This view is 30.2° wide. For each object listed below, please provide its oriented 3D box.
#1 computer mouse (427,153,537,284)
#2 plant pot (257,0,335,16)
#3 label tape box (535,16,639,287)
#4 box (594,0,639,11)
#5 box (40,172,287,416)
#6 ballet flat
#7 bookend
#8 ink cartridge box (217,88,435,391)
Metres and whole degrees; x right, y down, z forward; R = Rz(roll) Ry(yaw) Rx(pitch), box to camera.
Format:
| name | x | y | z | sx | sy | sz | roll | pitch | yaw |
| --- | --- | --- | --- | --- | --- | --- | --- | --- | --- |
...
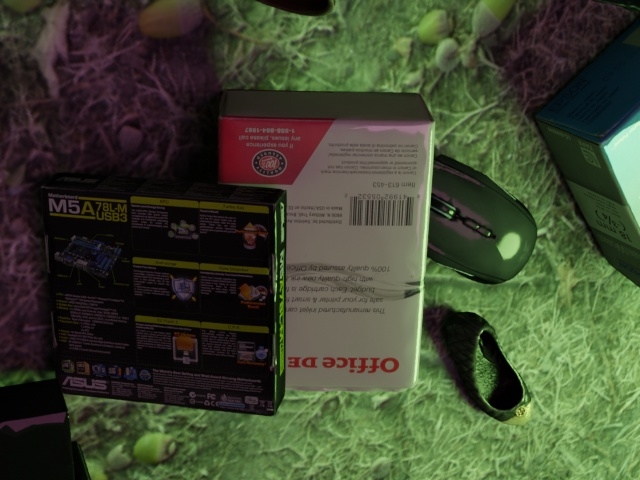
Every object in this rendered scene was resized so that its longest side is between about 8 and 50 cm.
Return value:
| name | x | y | z | sx | sy | sz | roll | pitch | yaw |
| --- | --- | --- | --- | --- | --- | --- | --- | --- | --- |
| computer mouse | 0.107 | 0.007 | 1.128 | 0.262 | 0.060 | 0.184 | 34 | 88 | -36 |
| plant pot | -0.030 | -0.279 | 0.882 | 0.167 | 0.167 | 0.165 | 30 | 83 | -36 |
| label tape box | 0.395 | -0.073 | 1.245 | 0.240 | 0.106 | 0.334 | -43 | 125 | -11 |
| box | 0.465 | -0.488 | 1.017 | 0.471 | 0.297 | 0.480 | -27 | 120 | -23 |
| box | -0.122 | 0.043 | 0.946 | 0.190 | 0.045 | 0.184 | 4 | 109 | 10 |
| ballet flat | 0.178 | 0.140 | 1.230 | 0.057 | 0.049 | 0.173 | -43 | 125 | -9 |
| bookend | -0.266 | 0.127 | 0.923 | 0.156 | 0.072 | 0.157 | -8 | 113 | -18 |
| ink cartridge box | 0.000 | 0.000 | 0.999 | 0.172 | 0.100 | 0.237 | 1 | 111 | -3 |
